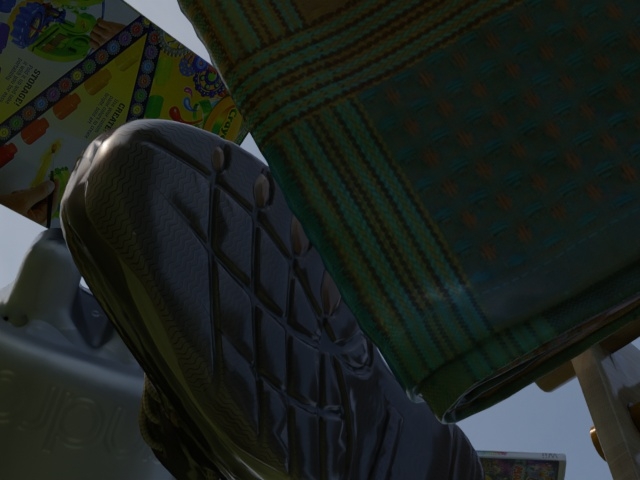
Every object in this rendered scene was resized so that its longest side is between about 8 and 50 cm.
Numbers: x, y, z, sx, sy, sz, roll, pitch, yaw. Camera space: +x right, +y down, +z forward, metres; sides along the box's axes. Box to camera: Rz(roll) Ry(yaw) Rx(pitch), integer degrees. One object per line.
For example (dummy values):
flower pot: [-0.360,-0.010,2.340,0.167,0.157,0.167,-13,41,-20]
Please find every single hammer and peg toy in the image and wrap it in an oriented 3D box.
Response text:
hammer and peg toy: [0.353,0.226,1.223,0.127,0.266,0.361,-37,-52,23]

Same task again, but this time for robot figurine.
robot figurine: [-0.205,0.172,0.941,0.300,0.200,0.353,19,-87,-6]

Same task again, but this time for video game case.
video game case: [0.111,0.186,0.968,0.122,0.011,0.087,2,-59,3]

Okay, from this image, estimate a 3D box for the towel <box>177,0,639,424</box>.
towel: [0.068,-0.144,0.552,0.370,0.271,0.040,60,2,21]

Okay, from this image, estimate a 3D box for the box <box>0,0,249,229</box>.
box: [-0.255,-0.142,1.080,0.279,0.177,0.290,33,-1,-44]

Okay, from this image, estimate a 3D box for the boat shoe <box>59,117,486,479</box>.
boat shoe: [-0.037,0.089,0.708,0.130,0.132,0.355,-9,-49,33]
